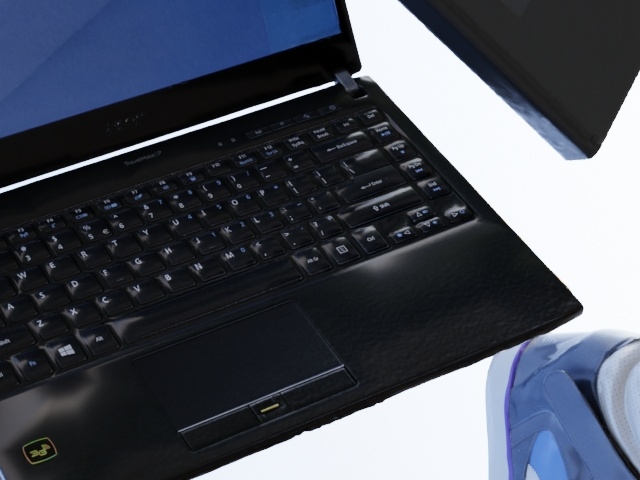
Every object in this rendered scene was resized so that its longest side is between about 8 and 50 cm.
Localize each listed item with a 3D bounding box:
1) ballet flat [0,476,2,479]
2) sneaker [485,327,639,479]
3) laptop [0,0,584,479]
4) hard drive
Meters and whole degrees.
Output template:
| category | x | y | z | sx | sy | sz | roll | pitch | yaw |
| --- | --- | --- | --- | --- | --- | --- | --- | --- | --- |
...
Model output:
| category | x | y | z | sx | sy | sz | roll | pitch | yaw |
| --- | --- | --- | --- | --- | --- | --- | --- | --- | --- |
| ballet flat | -0.254 | 0.193 | 1.394 | 0.203 | 0.074 | 0.074 | 53 | -137 | -54 |
| sneaker | 0.261 | 0.233 | 1.403 | 0.130 | 0.236 | 0.323 | -16 | -77 | -39 |
| laptop | -0.058 | -0.059 | 0.646 | 0.234 | 0.264 | 0.137 | -20 | -42 | -22 |
| hard drive | 0.081 | -0.108 | 0.657 | 0.135 | 0.022 | 0.094 | 39 | -111 | -28 |
